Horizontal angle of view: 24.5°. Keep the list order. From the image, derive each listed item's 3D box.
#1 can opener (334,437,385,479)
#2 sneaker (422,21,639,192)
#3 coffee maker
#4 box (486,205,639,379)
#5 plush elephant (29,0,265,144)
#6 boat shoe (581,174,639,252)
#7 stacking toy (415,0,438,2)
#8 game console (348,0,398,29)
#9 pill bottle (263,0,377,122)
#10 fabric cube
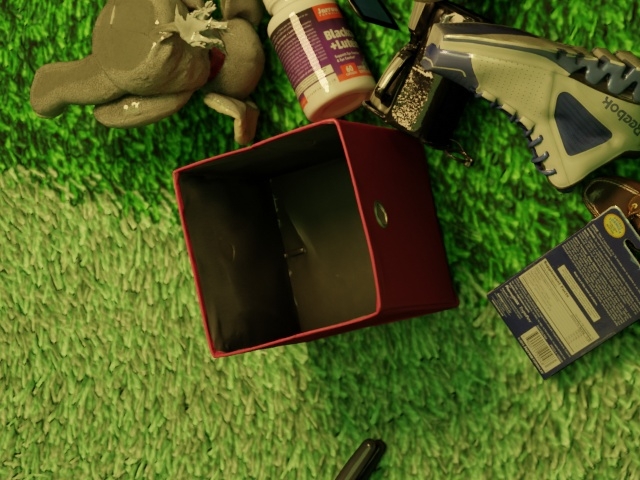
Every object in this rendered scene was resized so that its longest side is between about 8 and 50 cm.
[{"bbox_3d":[0.027,0.349,2.037,0.073,0.059,0.186,41,108,22],"label":"can opener"},{"bbox_3d":[0.276,-0.157,1.829,0.316,0.127,0.182,11,107,-3],"label":"sneaker"},{"bbox_3d":[0.168,-0.217,1.941,0.171,0.120,0.178,28,105,4],"label":"coffee maker"},{"bbox_3d":[0.332,0.065,1.859,0.225,0.036,0.136,-39,80,35],"label":"box"},{"bbox_3d":[-0.193,-0.269,2.060,0.330,0.255,0.271,9,85,35],"label":"plush elephant"},{"bbox_3d":[0.410,-0.019,1.828,0.207,0.073,0.073,33,107,25],"label":"boat shoe"},{"bbox_3d":[0.085,-0.451,1.937,0.141,0.141,0.330,-51,46,18],"label":"stacking toy"},{"bbox_3d":[0.071,-0.349,1.975,0.071,0.122,0.107,25,101,25],"label":"game console"},{"bbox_3d":[-0.008,-0.270,2.024,0.108,0.108,0.193,-30,77,24],"label":"pill bottle"},{"bbox_3d":[0.000,0.000,1.939,0.259,0.258,0.254,-16,82,27],"label":"fabric cube"}]
